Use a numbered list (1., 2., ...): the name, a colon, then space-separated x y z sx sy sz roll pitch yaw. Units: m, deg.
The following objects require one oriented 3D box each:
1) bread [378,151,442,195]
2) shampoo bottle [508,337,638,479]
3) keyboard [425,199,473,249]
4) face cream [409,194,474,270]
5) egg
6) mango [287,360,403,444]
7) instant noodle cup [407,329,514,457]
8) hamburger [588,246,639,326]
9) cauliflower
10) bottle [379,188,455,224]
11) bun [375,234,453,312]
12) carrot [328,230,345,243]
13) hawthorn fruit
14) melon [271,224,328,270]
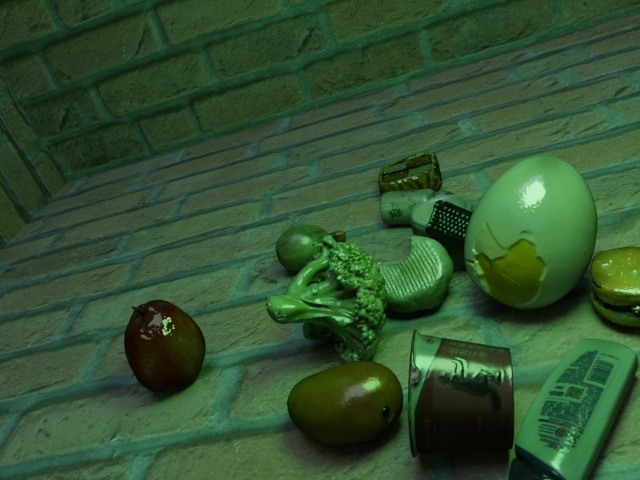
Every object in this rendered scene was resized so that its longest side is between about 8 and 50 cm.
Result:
1. bread: 0.312 -0.220 1.960 0.222 0.096 0.181 -16 29 11
2. shampoo bottle: 0.441 0.318 0.997 0.134 0.078 0.359 7 40 45
3. keyboard: 0.400 -0.015 1.438 0.016 0.262 0.106 143 149 -78
4. face cream: 0.347 -0.023 1.551 0.177 0.153 0.177 -14 29 8
5. egg: 0.484 -0.021 1.283 0.282 0.345 0.283 15 17 -5
6. mango: 0.046 0.338 1.153 0.254 0.139 0.175 -19 16 19
7. instant noodle cup: 0.258 0.286 1.034 0.178 0.235 0.235 0 34 15
8. hamburger: 0.671 0.101 1.177 0.190 0.118 0.182 8 43 45
9. cauliflower: 0.023 0.145 1.365 0.280 0.260 0.327 -13 58 2
10. bottle: 0.311 -0.106 1.756 0.233 0.110 0.110 -2 34 30
11. bun: 0.243 0.094 1.446 0.212 0.126 0.204 -14 55 23
12. carrot: 0.000 0.000 1.839 0.170 0.042 0.042 -10 31 17
13. hawthorn fruit: -0.413 0.253 1.449 0.210 0.263 0.211 -13 29 7
14. melon: -0.062 0.023 1.740 0.192 0.139 0.139 -22 29 -9
